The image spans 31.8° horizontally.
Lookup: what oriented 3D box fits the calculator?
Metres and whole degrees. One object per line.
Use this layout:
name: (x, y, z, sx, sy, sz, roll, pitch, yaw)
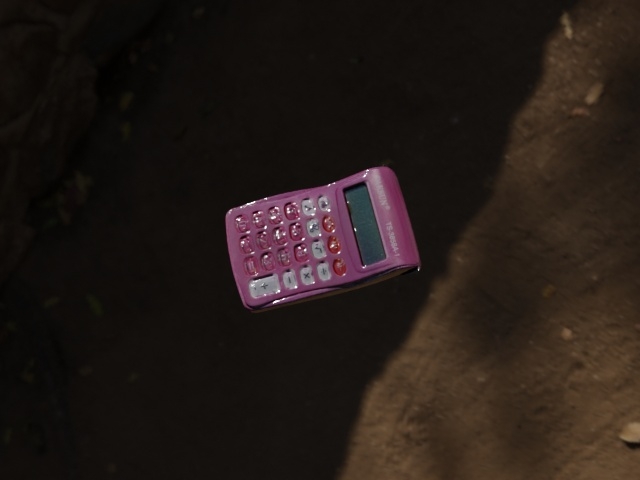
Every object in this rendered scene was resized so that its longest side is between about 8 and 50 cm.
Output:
calculator: (0.000, 0.000, 1.169, 0.191, 0.034, 0.126, -15, 65, 3)
